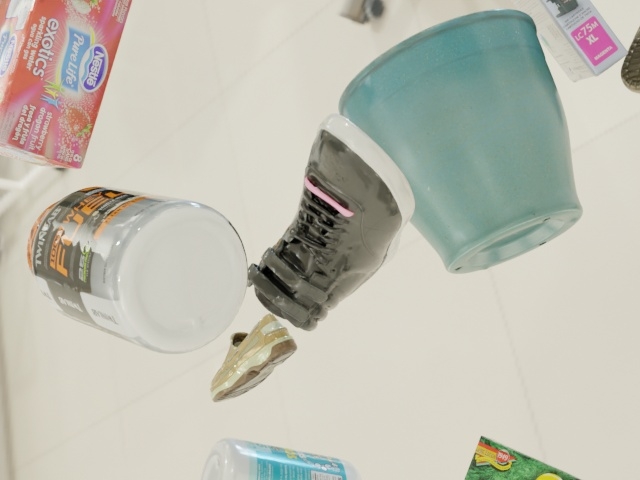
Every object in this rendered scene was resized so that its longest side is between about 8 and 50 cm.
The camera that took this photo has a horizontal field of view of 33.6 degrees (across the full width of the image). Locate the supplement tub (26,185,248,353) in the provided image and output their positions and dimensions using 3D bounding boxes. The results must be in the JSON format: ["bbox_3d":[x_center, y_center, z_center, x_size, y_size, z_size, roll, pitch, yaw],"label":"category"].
[{"bbox_3d":[-0.154,0.018,0.843,0.190,0.117,0.116,10,90,51],"label":"supplement tub"}]

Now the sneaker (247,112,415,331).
[{"bbox_3d":[0.000,0.000,0.991,0.104,0.295,0.147,42,74,16],"label":"sneaker"}]

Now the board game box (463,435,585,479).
[{"bbox_3d":[0.235,0.292,0.996,0.260,0.030,0.136,17,83,43],"label":"board game box"}]

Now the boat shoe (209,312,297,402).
[{"bbox_3d":[-0.101,0.159,1.462,0.190,0.068,0.072,-41,71,39],"label":"boat shoe"}]

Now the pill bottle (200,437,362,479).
[{"bbox_3d":[-0.037,0.380,1.547,0.146,0.264,0.146,-165,90,-71],"label":"pill bottle"}]

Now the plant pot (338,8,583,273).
[{"bbox_3d":[0.196,-0.107,1.330,0.272,0.272,0.255,-35,71,37],"label":"plant pot"}]

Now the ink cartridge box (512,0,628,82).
[{"bbox_3d":[0.287,-0.356,1.442,0.065,0.186,0.311,-39,93,7],"label":"ink cartridge box"}]

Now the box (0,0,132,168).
[{"bbox_3d":[-0.341,-0.226,1.328,0.128,0.123,0.256,8,81,52],"label":"box"}]

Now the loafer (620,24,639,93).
[{"bbox_3d":[0.495,-0.304,1.423,0.102,0.092,0.268,30,90,53],"label":"loafer"}]
